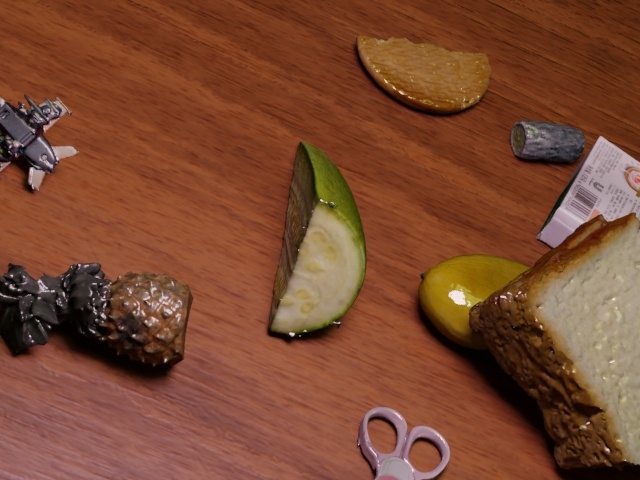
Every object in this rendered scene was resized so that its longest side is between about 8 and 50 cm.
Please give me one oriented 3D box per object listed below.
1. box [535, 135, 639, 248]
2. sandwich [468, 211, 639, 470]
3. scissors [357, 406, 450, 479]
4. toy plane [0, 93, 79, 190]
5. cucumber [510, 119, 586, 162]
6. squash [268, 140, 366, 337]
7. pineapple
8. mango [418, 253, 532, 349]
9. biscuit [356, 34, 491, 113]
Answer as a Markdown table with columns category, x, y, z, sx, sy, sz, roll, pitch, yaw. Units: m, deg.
| category | x | y | z | sx | sy | sz | roll | pitch | yaw |
| --- | --- | --- | --- | --- | --- | --- | --- | --- | --- |
| box | 0.421 | -0.045 | 2.169 | 0.135 | 0.081 | 0.199 | 35 | 49 | 3 |
| sandwich | 0.374 | 0.155 | 1.895 | 0.262 | 0.131 | 0.325 | -33 | 91 | -37 |
| scissors | 0.083 | 0.306 | 1.757 | 0.118 | 0.030 | 0.242 | 25 | 43 | -5 |
| toy plane | -0.395 | -0.154 | 1.854 | 0.135 | 0.062 | 0.188 | -42 | 99 | -8 |
| cucumber | 0.347 | -0.152 | 2.232 | 0.112 | 0.064 | 0.064 | 3 | 53 | -23 |
| squash | 0.000 | 0.000 | 1.968 | 0.111 | 0.203 | 0.289 | 17 | 13 | -11 |
| pineapple | -0.271 | 0.081 | 1.730 | 0.237 | 0.111 | 0.119 | 10 | 17 | -6 |
| mango | 0.241 | 0.083 | 1.976 | 0.237 | 0.091 | 0.137 | 2 | 58 | -32 |
| biscuit | 0.165 | -0.250 | 2.246 | 0.224 | 0.033 | 0.144 | 3 | 55 | -23 |
